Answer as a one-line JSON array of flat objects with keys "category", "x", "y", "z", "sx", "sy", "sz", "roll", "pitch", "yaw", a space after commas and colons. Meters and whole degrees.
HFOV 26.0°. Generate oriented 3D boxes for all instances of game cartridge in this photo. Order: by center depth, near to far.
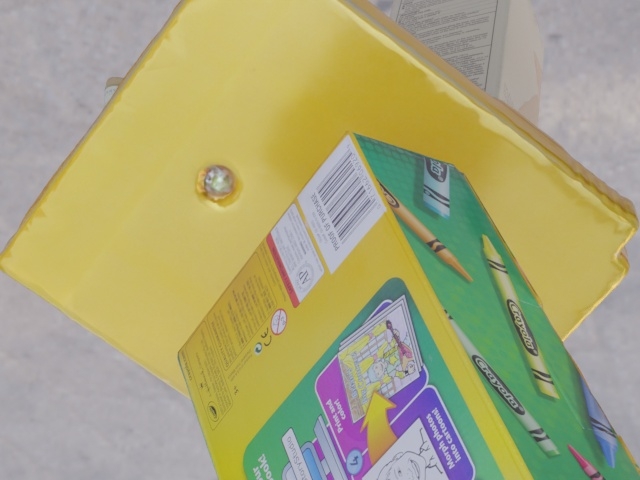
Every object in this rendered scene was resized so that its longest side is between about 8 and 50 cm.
[{"category": "game cartridge", "x": 0.000, "y": 0.000, "z": 0.891, "sx": 0.324, "sy": 0.052, "sz": 0.285, "roll": 36, "pitch": 112, "yaw": -11}]

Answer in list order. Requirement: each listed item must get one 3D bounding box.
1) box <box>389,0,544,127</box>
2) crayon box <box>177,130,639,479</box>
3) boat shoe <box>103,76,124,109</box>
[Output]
[{"category": "box", "x": 0.141, "y": -0.154, "z": 1.414, "sx": 0.148, "sy": 0.311, "sz": 0.121, "roll": -11, "pitch": 123, "yaw": 21}, {"category": "crayon box", "x": 0.040, "y": 0.104, "z": 0.627, "sx": 0.081, "sy": 0.278, "sz": 0.165, "roll": 15, "pitch": 126, "yaw": -37}, {"category": "boat shoe", "x": -0.150, "y": -0.131, "z": 1.346, "sx": 0.135, "sy": 0.045, "sz": 0.050, "roll": 10, "pitch": 155, "yaw": -43}]
